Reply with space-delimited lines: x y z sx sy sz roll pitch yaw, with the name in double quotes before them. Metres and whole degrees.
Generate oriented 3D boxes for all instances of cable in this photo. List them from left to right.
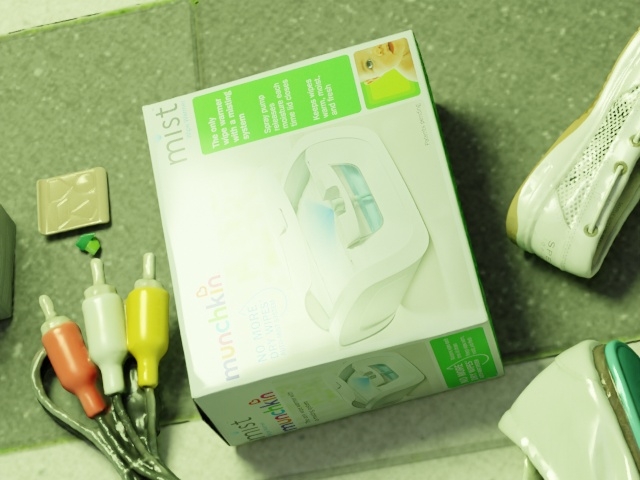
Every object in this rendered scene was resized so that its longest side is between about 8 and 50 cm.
"cable" -0.156 0.154 1.389 0.139 0.072 0.287 -23 62 9

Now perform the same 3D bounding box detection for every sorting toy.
"sorting toy" -0.211 -0.021 1.520 0.062 0.012 0.083 -10 60 4

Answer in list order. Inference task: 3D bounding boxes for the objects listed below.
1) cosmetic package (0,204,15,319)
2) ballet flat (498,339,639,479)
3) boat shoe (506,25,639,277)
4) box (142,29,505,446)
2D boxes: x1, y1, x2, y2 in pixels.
"cosmetic package" -0.344 -0.021 1.426 0.127 0.238 0.107 -8 63 11
"ballet flat" 0.228 0.258 1.224 0.139 0.139 0.400 -22 58 4
"boat shoe" 0.262 -0.088 1.387 0.096 0.098 0.277 35 87 25
"box" 0.000 0.000 1.394 0.231 0.127 0.262 -14 63 5
